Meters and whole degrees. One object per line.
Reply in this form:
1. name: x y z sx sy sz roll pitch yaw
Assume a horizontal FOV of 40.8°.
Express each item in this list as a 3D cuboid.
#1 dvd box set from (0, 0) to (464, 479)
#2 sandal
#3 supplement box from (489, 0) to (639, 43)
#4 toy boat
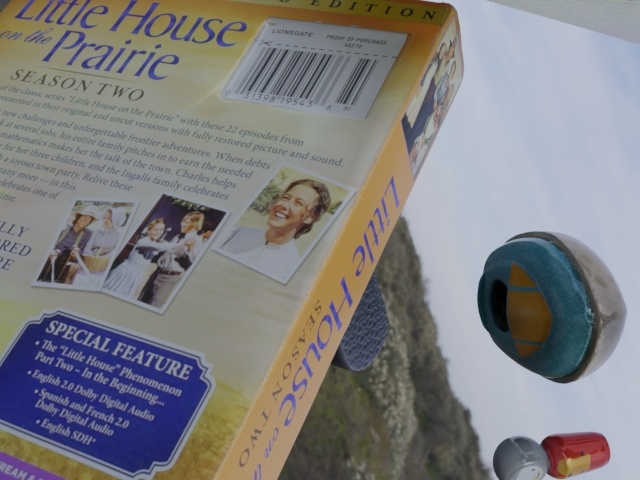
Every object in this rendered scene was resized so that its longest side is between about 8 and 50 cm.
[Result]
1. dvd box set: -0.137 0.020 0.449 0.420 0.307 0.062 -64 153 -29
2. sandal: 0.000 0.001 0.726 0.097 0.054 0.255 -35 127 -41
3. supplement box: 0.185 -0.224 0.475 0.195 0.356 0.194 25 -72 50
4. toy boat: 0.276 0.147 1.078 0.267 0.148 0.318 170 -86 -77
